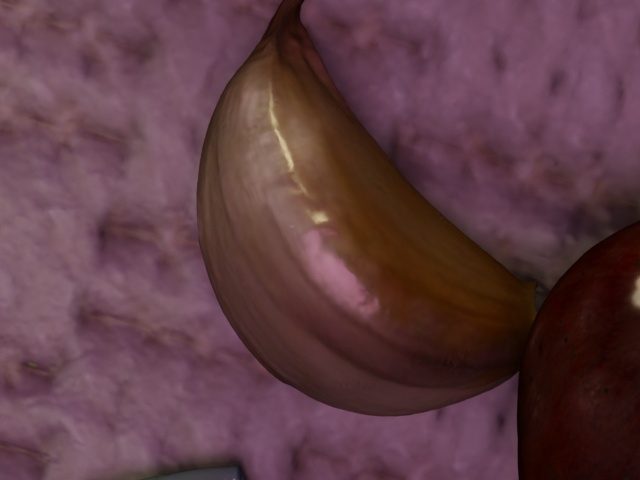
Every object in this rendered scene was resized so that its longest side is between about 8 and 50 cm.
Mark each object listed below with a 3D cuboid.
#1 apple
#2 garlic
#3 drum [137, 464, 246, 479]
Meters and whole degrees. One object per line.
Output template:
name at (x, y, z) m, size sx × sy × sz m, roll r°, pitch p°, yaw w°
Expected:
apple at (0.189, 0.089, 0.592) m, size 0.234 × 0.234 × 0.234 m, roll 1°, pitch 104°, yaw 4°
garlic at (0.002, 0.000, 0.635) m, size 0.128 × 0.115 × 0.206 m, roll -31°, pitch 97°, yaw 17°
drum at (-0.172, 0.138, 0.715) m, size 0.253 × 0.049 × 0.130 m, roll -29°, pitch 101°, yaw 8°
